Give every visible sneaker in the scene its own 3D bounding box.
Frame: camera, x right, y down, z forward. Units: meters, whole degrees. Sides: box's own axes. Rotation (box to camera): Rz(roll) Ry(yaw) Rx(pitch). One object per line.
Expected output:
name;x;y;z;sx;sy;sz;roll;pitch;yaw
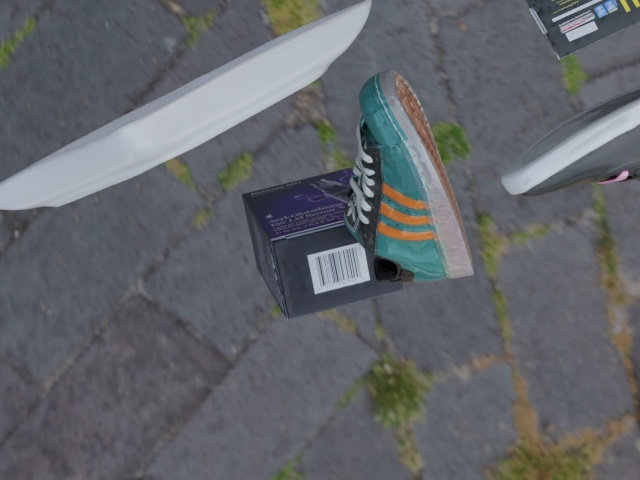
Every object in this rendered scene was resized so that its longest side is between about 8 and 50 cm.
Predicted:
sneaker;0.074;-0.050;1.615;0.121;0.108;0.302;-16;136;8
sneaker;0.298;-0.062;1.251;0.296;0.104;0.146;-25;98;-13

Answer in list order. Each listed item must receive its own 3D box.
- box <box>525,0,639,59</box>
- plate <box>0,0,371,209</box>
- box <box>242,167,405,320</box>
box;0.401;-0.422;2.051;0.322;0.079;0.257;-25;119;23
plate;-0.120;-0.102;1.281;0.277;0.278;0.045;-34;101;-36
box;0.000;0.000;1.889;0.153;0.207;0.108;-15;110;-10
